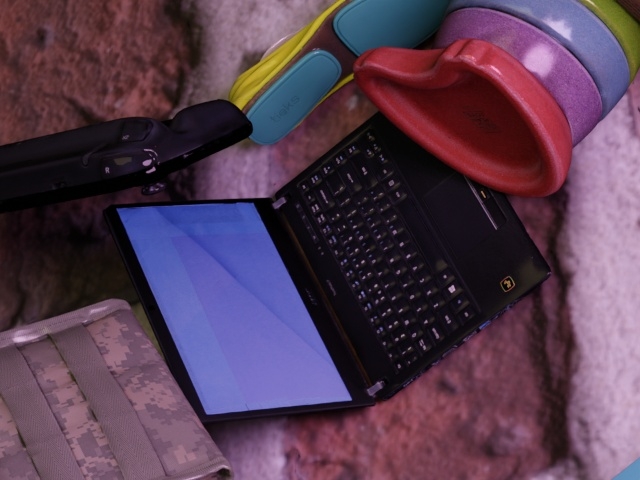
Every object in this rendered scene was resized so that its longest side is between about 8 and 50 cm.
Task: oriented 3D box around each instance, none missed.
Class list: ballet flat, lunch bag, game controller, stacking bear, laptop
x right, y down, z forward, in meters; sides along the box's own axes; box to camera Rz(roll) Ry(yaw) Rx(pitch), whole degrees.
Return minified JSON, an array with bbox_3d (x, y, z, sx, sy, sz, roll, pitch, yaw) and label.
[{"bbox_3d":[0.014,-0.171,1.656,0.231,0.077,0.077,-37,35,12],"label":"ballet flat"},{"bbox_3d":[-0.231,0.189,1.426,0.287,0.169,0.235,-16,34,-17],"label":"lunch bag"},{"bbox_3d":[-0.207,-0.061,1.656,0.319,0.166,0.067,-8,95,41],"label":"game controller"},{"bbox_3d":[0.187,-0.191,1.505,0.175,0.164,0.289,2,53,56],"label":"stacking bear"},{"bbox_3d":[0.000,0.000,1.524,0.264,0.136,0.234,-38,52,14],"label":"laptop"}]

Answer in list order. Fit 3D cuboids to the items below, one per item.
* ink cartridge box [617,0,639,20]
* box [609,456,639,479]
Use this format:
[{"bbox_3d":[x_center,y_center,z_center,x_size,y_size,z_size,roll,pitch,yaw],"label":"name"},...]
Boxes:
[{"bbox_3d":[0.294,-0.238,1.410,0.193,0.235,0.088,-55,21,-7],"label":"ink cartridge box"},{"bbox_3d":[0.251,0.174,1.301,0.244,0.100,0.060,-40,52,7],"label":"box"}]
